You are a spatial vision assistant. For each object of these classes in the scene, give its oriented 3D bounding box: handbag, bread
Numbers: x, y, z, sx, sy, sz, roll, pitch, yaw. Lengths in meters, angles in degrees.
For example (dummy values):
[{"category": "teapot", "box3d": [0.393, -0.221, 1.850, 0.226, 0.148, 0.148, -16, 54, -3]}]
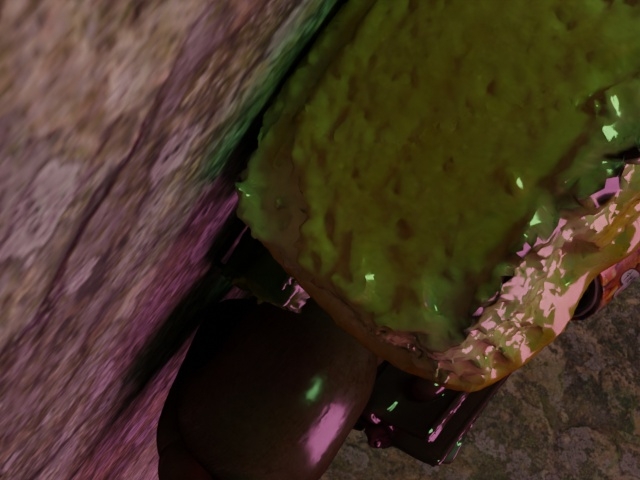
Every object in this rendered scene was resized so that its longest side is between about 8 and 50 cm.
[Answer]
[{"category": "handbag", "box3d": [0.059, 0.054, 0.871, 0.216, 0.203, 0.074, -44, 140, -28]}, {"category": "bread", "box3d": [0.073, -0.056, 0.503, 0.245, 0.174, 0.121, -55, 154, 11]}]

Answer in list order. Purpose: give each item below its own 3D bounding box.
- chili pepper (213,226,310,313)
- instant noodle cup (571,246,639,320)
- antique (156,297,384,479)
[{"category": "chili pepper", "box3d": [0.074, -0.104, 0.643, 0.359, 0.076, 0.085, -48, -160, -7]}, {"category": "instant noodle cup", "box3d": [0.171, -0.082, 0.762, 0.192, 0.250, 0.250, -44, 172, -16]}, {"category": "antique", "box3d": [-0.002, 0.054, 0.714, 0.257, 0.121, 0.143, -51, -179, -32]}]
